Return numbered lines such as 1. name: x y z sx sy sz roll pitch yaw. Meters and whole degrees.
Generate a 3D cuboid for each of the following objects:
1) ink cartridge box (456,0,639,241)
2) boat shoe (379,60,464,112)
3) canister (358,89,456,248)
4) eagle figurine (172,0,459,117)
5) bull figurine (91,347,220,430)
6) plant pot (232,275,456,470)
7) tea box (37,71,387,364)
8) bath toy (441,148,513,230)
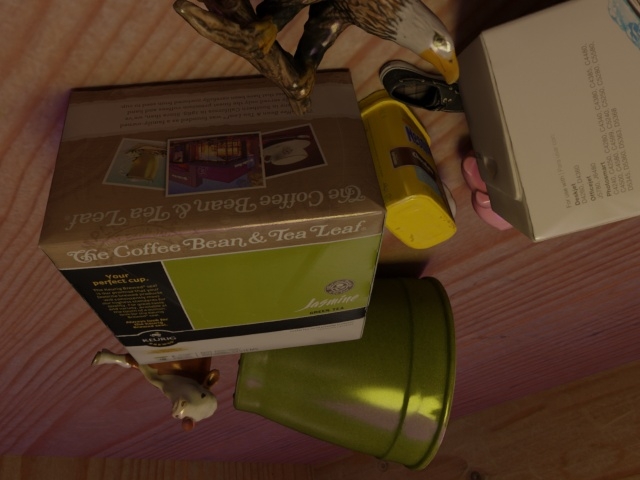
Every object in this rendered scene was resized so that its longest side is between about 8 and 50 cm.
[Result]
1. ink cartridge box: 0.298 -0.142 0.492 0.269 0.197 0.198 -16 -170 11
2. boat shoe: 0.136 -0.178 0.606 0.142 0.040 0.049 8 143 -24
3. canister: 0.105 -0.087 0.619 0.073 0.170 0.126 -26 143 25
4. eagle figurine: 0.061 -0.226 0.379 0.298 0.226 0.225 -39 115 13
5. bull figurine: -0.245 0.160 0.809 0.188 0.310 0.101 29 116 -19
6. plant pot: 0.022 0.223 0.954 0.352 0.367 0.367 10 144 -6
7. tea box: -0.110 -0.011 0.637 0.328 0.220 0.324 -6 148 -6
8. bath toy: 0.271 -0.085 0.714 0.348 0.152 0.129 -20 180 17
